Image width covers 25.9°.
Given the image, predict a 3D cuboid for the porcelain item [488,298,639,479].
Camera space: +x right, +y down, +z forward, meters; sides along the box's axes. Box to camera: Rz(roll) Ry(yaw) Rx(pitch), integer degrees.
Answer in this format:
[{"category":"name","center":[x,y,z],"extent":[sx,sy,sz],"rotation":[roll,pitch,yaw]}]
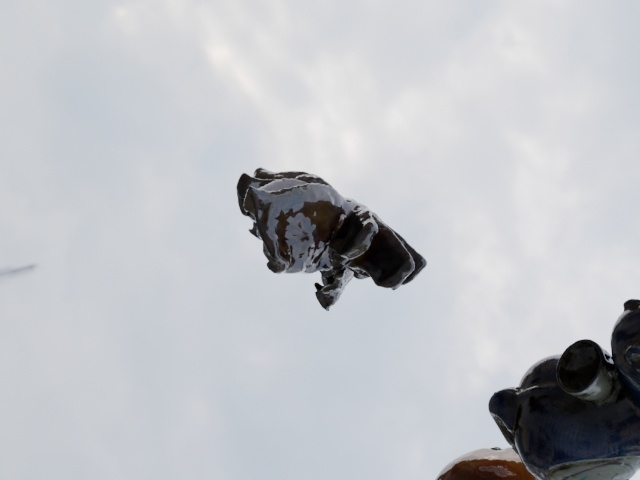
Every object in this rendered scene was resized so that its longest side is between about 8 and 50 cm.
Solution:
[{"category":"porcelain item","center":[0.288,0.149,1.316],"extent":[0.288,0.186,0.138],"rotation":[-23,-138,43]}]

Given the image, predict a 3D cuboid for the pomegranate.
[{"category":"pomegranate","center":[0.233,0.366,1.845],"extent":[0.191,0.191,0.191],"rotation":[38,-44,50]}]

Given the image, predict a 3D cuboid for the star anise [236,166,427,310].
[{"category":"star anise","center":[0.000,0.000,1.341],"extent":[0.110,0.198,0.257],"rotation":[-60,-170,-2]}]
